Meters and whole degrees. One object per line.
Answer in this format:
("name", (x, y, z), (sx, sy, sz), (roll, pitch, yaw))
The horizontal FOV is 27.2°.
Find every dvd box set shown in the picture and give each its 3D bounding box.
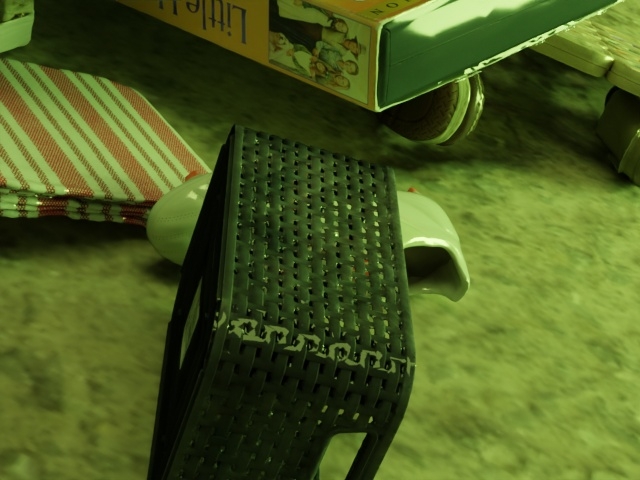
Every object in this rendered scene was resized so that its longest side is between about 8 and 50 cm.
("dvd box set", (-0.015, -0.226, 0.942), (0.420, 0.062, 0.308), (27, 40, 35))

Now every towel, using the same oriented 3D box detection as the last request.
("towel", (-0.150, -0.055, 0.747), (0.197, 0.029, 0.144), (6, 34, -46))

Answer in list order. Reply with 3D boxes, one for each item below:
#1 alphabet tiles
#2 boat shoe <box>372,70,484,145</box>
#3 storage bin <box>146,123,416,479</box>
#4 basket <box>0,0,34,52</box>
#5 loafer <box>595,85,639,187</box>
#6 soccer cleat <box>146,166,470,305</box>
("alphabet tiles", (0.228, -0.160, 1.092), (0.278, 0.021, 0.284), (24, 18, 0))
("boat shoe", (0.078, -0.152, 0.987), (0.095, 0.095, 0.257), (9, 33, -26))
("storage bin", (-0.021, 0.043, 0.604), (0.084, 0.122, 0.180), (16, 32, -10))
("basket", (-0.269, -0.196, 0.837), (0.167, 0.103, 0.113), (35, 35, 20))
("loafer", (0.238, -0.083, 1.016), (0.050, 0.056, 0.148), (23, 22, 4))
("soccer cleat", (0.000, 0.000, 0.739), (0.196, 0.068, 0.076), (3, 39, -32))
